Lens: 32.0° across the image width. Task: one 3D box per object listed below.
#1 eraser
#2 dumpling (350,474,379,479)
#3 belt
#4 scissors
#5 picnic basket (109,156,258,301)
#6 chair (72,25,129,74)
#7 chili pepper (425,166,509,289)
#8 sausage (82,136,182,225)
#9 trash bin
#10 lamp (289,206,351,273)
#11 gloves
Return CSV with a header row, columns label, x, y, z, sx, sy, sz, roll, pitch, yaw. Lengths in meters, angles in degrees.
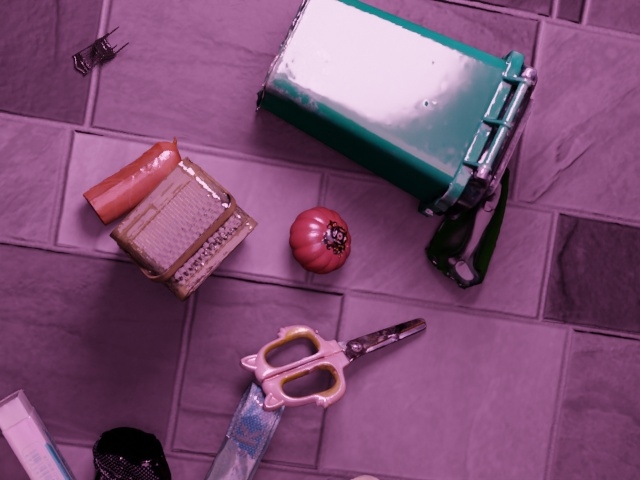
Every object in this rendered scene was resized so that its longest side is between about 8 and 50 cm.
label,x,y,z,sx,sy,sz,roll,pitch,yaw
eraser,-0.418,0.337,1.689,0.052,0.095,0.225,-30,96,-9
dumpling,0.024,0.564,1.666,0.233,0.315,0.395,22,96,-16
belt,-0.144,0.369,1.745,0.072,0.087,0.302,25,86,-11
scissors,0.033,0.178,1.780,0.318,0.024,0.160,-19,57,-22
picnic basket,-0.198,-0.012,1.643,0.139,0.267,0.165,44,86,-3
chair,-0.339,-0.294,1.729,0.086,0.042,0.037,-30,96,27
chili pepper,0.251,-0.028,1.828,0.108,0.062,0.216,23,85,-10
sausage,-0.281,-0.094,1.729,0.169,0.065,0.065,-35,97,-9
trash bin,0.111,-0.214,1.693,0.381,0.295,0.259,25,84,-3
lamp,0.000,0.000,1.765,0.107,0.092,0.107,12,72,-41
gloves,-0.286,0.386,1.727,0.129,0.106,0.180,-3,120,-9
